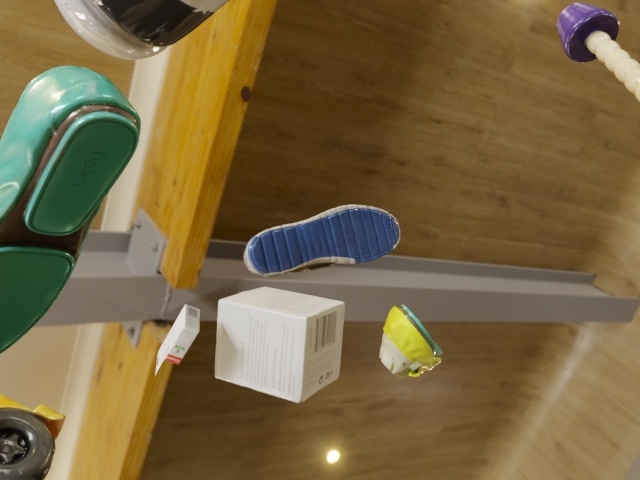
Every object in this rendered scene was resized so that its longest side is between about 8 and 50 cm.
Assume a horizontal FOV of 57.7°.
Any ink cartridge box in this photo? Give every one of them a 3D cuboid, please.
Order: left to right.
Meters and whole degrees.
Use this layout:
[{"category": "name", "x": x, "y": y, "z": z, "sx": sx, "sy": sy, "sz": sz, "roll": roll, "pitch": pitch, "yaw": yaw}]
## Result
[{"category": "ink cartridge box", "x": -0.239, "y": 0.171, "z": 0.973, "sx": 0.029, "sy": 0.063, "sz": 0.115, "roll": 24, "pitch": -68, "yaw": -22}]

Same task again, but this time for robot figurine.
[{"category": "robot figurine", "x": -0.186, "y": -0.333, "z": 0.671, "sx": 0.278, "sy": 0.174, "sz": 0.209, "roll": -25, "pitch": -43, "yaw": 28}]

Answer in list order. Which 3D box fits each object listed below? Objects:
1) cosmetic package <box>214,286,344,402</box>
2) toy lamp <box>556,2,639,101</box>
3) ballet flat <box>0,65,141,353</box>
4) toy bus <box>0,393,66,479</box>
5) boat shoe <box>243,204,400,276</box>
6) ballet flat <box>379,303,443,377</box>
[{"category": "cosmetic package", "x": -0.073, "y": 0.181, "z": 1.059, "sx": 0.151, "sy": 0.183, "sz": 0.152, "roll": -9, "pitch": -75, "yaw": -61}, {"category": "toy lamp", "x": 0.392, "y": -0.231, "z": 0.762, "sx": 0.080, "sy": 0.275, "sz": 0.080, "roll": -6, "pitch": -44, "yaw": -5}, {"category": "ballet flat", "x": -0.211, "y": -0.019, "z": 0.418, "sx": 0.083, "sy": 0.087, "sz": 0.247, "roll": 14, "pitch": -58, "yaw": -50}, {"category": "toy bus", "x": -0.350, "y": 0.197, "z": 0.452, "sx": 0.211, "sy": 0.220, "sz": 0.149, "roll": 36, "pitch": -64, "yaw": -8}, {"category": "boat shoe", "x": 0.000, "y": 0.000, "z": 0.659, "sx": 0.183, "sy": 0.066, "sz": 0.066, "roll": -7, "pitch": -94, "yaw": -19}, {"category": "ballet flat", "x": 0.124, "y": 0.156, "z": 0.824, "sx": 0.077, "sy": 0.077, "sz": 0.231, "roll": -41, "pitch": -27, "yaw": 1}]
